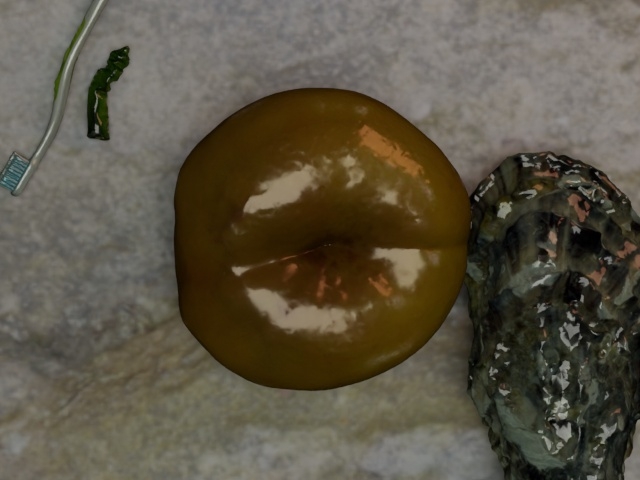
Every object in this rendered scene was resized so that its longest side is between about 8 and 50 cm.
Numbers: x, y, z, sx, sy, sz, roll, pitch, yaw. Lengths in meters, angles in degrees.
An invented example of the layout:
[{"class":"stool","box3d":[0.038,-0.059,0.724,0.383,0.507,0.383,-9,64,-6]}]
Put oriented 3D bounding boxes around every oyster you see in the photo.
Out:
[{"class":"oyster","box3d":[0.203,0.102,1.429,0.162,0.158,0.351,-7,81,30]}]

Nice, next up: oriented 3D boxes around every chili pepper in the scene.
[{"class":"chili pepper","box3d":[-0.178,-0.124,1.436,0.027,0.022,0.083,19,95,28]}]

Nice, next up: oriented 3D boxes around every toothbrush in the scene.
[{"class":"toothbrush","box3d":[-0.197,-0.155,1.430,0.026,0.022,0.263,28,93,-18]}]

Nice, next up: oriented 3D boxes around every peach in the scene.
[{"class":"peach","box3d":[0.000,0.000,1.398,0.251,0.153,0.251,0,100,2]}]
